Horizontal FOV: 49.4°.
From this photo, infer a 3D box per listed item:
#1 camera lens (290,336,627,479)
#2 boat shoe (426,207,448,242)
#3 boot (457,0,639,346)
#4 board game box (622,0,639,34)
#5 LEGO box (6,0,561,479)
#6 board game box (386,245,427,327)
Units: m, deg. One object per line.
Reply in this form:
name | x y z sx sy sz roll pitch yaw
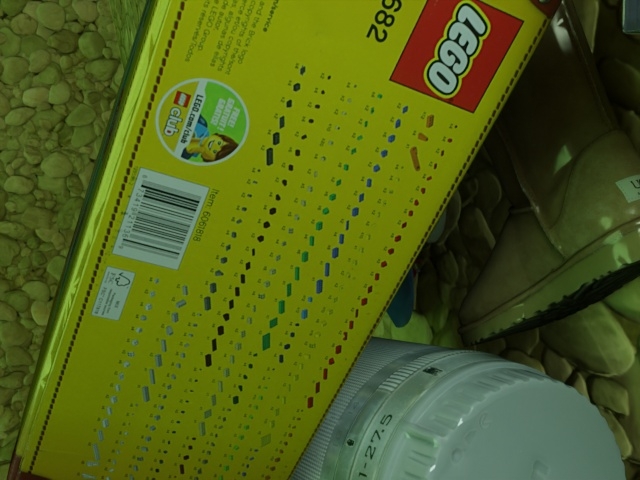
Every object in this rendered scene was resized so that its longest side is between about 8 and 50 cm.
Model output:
camera lens | 0.078 0.197 0.587 0.274 0.219 0.219 -5 96 61
boat shoe | 0.044 -0.112 0.739 0.098 0.096 0.277 114 139 -56
boot | 0.145 -0.074 0.542 0.236 0.089 0.269 -48 55 55
board game box | 0.191 -0.178 0.283 0.048 0.141 0.170 -154 56 -63
LEGO box | -0.068 -0.076 0.553 0.372 0.193 0.500 -106 38 -57
board game box | 0.084 0.016 0.801 0.169 0.033 0.133 -120 22 -49
